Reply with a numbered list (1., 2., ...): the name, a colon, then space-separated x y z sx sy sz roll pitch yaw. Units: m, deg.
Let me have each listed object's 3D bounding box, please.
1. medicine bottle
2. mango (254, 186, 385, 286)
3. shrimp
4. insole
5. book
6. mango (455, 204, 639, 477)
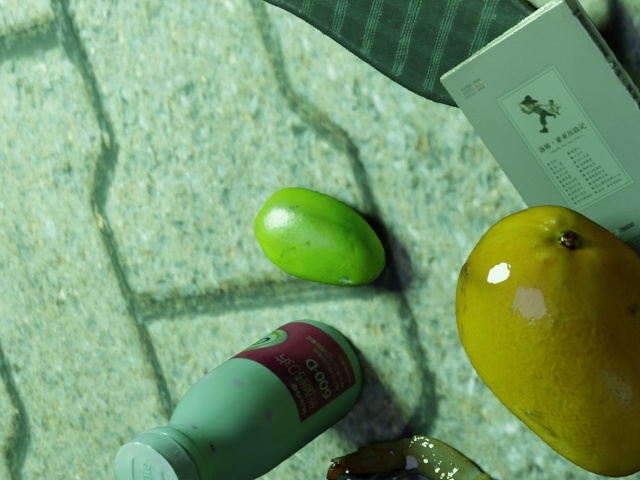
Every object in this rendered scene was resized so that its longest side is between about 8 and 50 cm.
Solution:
1. medicine bottle: -0.062 0.138 1.284 0.090 0.217 0.090 17 120 32
2. mango: 0.000 0.000 1.283 0.108 0.056 0.073 24 129 13
3. shrimp: 0.056 0.236 1.352 0.253 0.058 0.173 7 107 33
4. insole: 0.038 -0.173 1.198 0.309 0.012 0.110 31 128 23
5. book: 0.172 -0.065 1.130 0.127 0.014 0.181 -31 96 45
6. mango: 0.176 0.076 1.138 0.145 0.112 0.219 -6 127 38
